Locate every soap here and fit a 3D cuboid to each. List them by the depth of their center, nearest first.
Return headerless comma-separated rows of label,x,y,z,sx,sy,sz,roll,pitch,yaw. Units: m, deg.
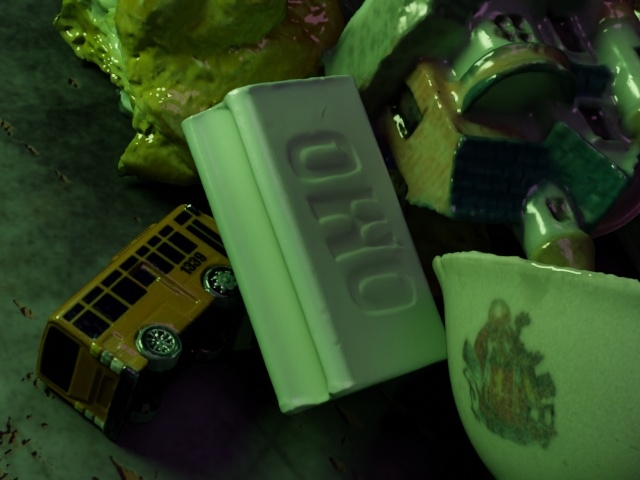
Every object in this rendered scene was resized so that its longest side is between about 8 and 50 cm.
soap,0.000,0.000,1.405,0.160,0.087,0.265,-12,80,-50

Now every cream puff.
cream puff,-0.093,-0.220,1.571,0.274,0.270,0.323,-9,53,-33

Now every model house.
model house,0.197,-0.094,1.453,0.267,0.194,0.325,4,51,-34

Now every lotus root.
lotus root,0.101,-0.013,1.547,0.135,0.095,0.159,6,28,-35

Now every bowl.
bowl,0.268,0.169,1.322,0.434,0.435,0.196,20,83,-2

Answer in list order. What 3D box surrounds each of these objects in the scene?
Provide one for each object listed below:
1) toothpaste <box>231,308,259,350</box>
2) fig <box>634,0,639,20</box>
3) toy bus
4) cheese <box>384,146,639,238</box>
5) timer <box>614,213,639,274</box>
toothpaste,0.009,0.064,1.490,0.197,0.057,0.035,-10,50,-33
fig,0.358,-0.237,1.835,0.202,0.149,0.148,8,60,3
toy bus,-0.142,0.062,1.401,0.114,0.098,0.201,35,47,12
cheese,0.204,-0.070,1.643,0.286,0.074,0.189,3,47,10
timer,0.388,-0.028,1.702,0.190,0.069,0.208,-5,49,-27
